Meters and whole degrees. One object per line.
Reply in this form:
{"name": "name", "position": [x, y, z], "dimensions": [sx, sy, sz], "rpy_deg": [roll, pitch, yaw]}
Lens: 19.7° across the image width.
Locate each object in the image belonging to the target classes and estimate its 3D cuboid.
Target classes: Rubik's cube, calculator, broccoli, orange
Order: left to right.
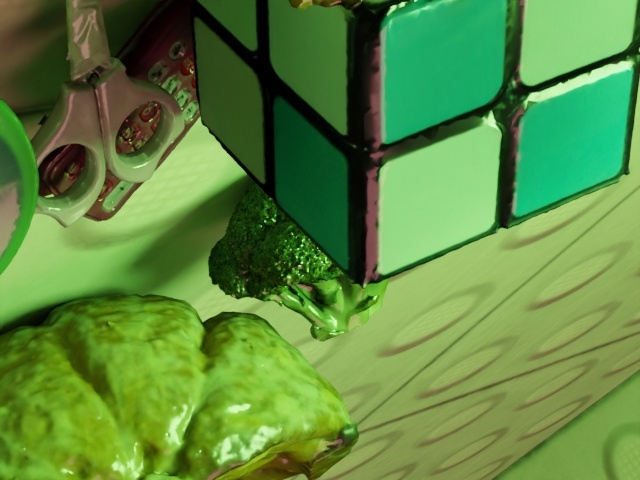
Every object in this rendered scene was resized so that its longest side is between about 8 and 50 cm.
{"name": "orange", "position": [-0.175, 0.157, 1.415], "dimensions": [0.368, 0.210, 0.271], "rpy_deg": [-27, 166, -17]}
{"name": "calculator", "position": [-0.089, -0.095, 1.075], "dimensions": [0.190, 0.034, 0.126], "rpy_deg": [-47, 165, -3]}
{"name": "broccoli", "position": [0.000, 0.000, 1.399], "dimensions": [0.146, 0.138, 0.162], "rpy_deg": [-1, -155, 47]}
{"name": "Rubik's cube", "position": [0.047, -0.112, 0.953], "dimensions": [0.183, 0.180, 0.167], "rpy_deg": [-25, 136, -24]}

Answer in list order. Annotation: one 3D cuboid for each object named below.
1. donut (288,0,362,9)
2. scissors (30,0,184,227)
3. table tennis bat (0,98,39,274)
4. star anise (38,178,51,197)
{"name": "donut", "position": [0.059, -0.226, 0.792], "dimensions": [0.259, 0.152, 0.101], "rpy_deg": [-38, 128, 11]}
{"name": "scissors", "position": [-0.119, -0.095, 0.963], "dimensions": [0.110, 0.021, 0.212], "rpy_deg": [-30, 145, -27]}
{"name": "table tennis bat", "position": [-0.213, -0.043, 0.878], "dimensions": [0.160, 0.039, 0.257], "rpy_deg": [-22, 137, -23]}
{"name": "star anise", "position": [-0.294, 0.031, 1.013], "dimensions": [0.349, 0.109, 0.292], "rpy_deg": [-25, 155, -20]}
